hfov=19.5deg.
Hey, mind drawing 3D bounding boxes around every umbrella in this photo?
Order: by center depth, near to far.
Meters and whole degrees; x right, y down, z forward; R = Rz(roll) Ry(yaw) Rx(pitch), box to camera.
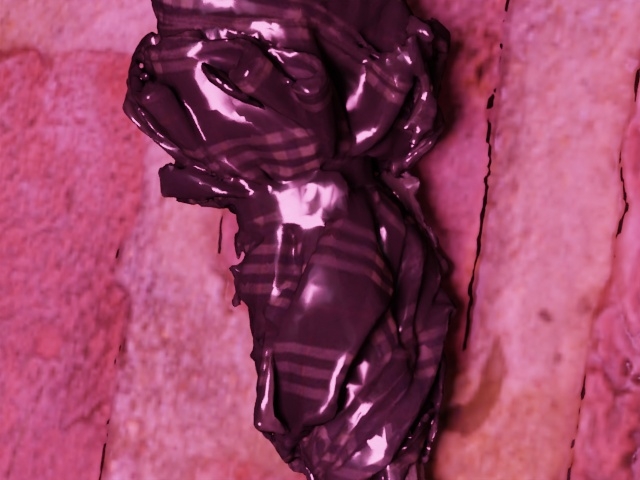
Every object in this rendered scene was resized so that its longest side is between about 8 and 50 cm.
[{"bbox_3d":[-0.011,-0.001,0.852,0.128,0.154,0.336,158,111,-67],"label":"umbrella"}]
